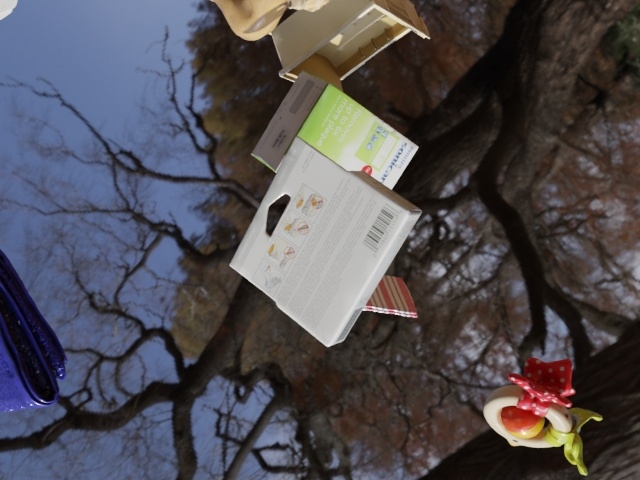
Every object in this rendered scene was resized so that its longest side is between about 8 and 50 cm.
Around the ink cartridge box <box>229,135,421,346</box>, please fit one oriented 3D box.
[{"bbox_3d":[0.000,0.000,1.232,0.239,0.275,0.060,37,-160,22],"label":"ink cartridge box"}]

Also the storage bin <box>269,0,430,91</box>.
[{"bbox_3d":[0.067,-0.453,1.630,0.260,0.262,0.123,7,-122,-54],"label":"storage bin"}]

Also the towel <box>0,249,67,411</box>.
[{"bbox_3d":[-0.447,0.113,0.927,0.076,0.308,0.227,-34,-77,-47],"label":"towel"}]

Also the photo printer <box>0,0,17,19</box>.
[{"bbox_3d":[-0.697,-0.430,1.179,0.308,0.107,0.256,29,-134,10],"label":"photo printer"}]

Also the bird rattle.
[{"bbox_3d":[0.402,0.330,1.367,0.253,0.207,0.143,43,-133,-29],"label":"bird rattle"}]

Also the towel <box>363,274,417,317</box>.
[{"bbox_3d":[0.117,0.123,1.682,0.197,0.029,0.144,9,-152,-13],"label":"towel"}]

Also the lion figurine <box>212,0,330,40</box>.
[{"bbox_3d":[-0.093,-0.455,1.301,0.142,0.392,0.240,-18,-95,-24],"label":"lion figurine"}]

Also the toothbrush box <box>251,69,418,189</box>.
[{"bbox_3d":[0.034,-0.189,1.533,0.283,0.206,0.122,28,-173,-40],"label":"toothbrush box"}]
